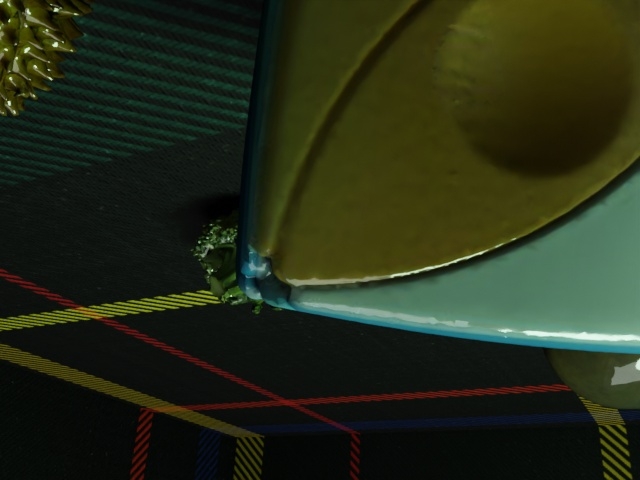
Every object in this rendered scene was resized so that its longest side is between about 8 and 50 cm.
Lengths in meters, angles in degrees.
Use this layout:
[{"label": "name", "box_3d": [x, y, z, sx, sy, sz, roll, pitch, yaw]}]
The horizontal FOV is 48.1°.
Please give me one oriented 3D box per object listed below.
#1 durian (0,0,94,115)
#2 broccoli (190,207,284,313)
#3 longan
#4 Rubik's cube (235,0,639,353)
[{"label": "durian", "box_3d": [-0.345, -0.242, 0.548, 0.384, 0.347, 0.347, 0, 156, 28]}, {"label": "broccoli", "box_3d": [-0.117, 0.040, 1.257, 0.176, 0.226, 0.198, -29, 123, -12]}, {"label": "longan", "box_3d": [0.572, 0.172, 1.361, 0.319, 0.319, 0.319, 3, 155, 1]}, {"label": "Rubik's cube", "box_3d": [0.115, -0.108, 0.612, 0.347, 0.352, 0.351, 7, 179, -6]}]
